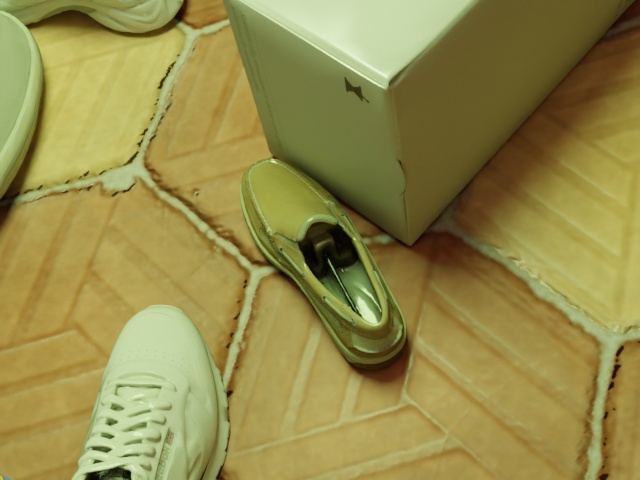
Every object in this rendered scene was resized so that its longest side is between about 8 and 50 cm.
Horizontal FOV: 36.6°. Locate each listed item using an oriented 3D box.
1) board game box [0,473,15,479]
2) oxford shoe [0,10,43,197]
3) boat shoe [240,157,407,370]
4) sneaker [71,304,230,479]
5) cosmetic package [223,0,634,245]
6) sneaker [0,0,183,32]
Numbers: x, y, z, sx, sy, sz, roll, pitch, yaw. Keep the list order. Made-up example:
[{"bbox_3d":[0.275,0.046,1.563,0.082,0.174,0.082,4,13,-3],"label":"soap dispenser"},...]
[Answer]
[{"bbox_3d":[-0.249,0.222,0.615,0.168,0.033,0.133,-23,60,-6],"label":"board game box"},{"bbox_3d":[-0.354,-0.039,0.712,0.169,0.130,0.449,11,52,22],"label":"oxford shoe"},{"bbox_3d":[0.000,0.000,0.683,0.068,0.072,0.190,-34,61,-11],"label":"boat shoe"},{"bbox_3d":[-0.114,0.139,0.608,0.090,0.095,0.235,-3,58,9],"label":"sneaker"},{"bbox_3d":[0.119,-0.200,0.712,0.155,0.197,0.365,37,70,25],"label":"cosmetic package"},{"bbox_3d":[-0.238,-0.252,0.840,0.232,0.115,0.090,4,61,11],"label":"sneaker"}]
